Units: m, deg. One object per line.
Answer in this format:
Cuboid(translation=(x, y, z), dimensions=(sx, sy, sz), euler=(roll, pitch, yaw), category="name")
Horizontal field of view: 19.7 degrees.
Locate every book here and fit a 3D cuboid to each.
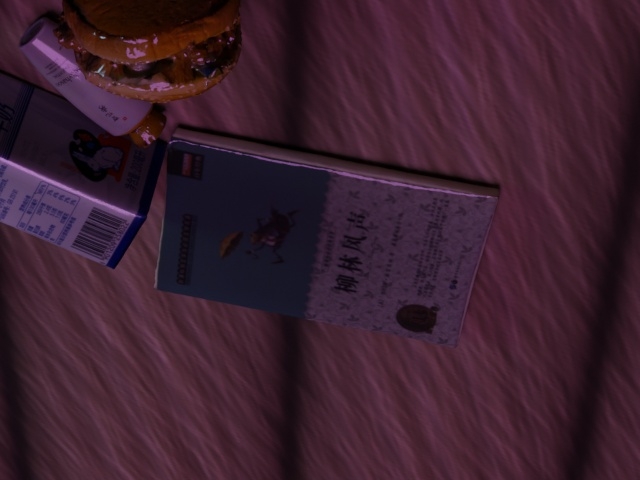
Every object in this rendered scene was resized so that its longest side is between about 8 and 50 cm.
Cuboid(translation=(0.000, 0.000, 2.151), dimensions=(0.379, 0.031, 0.264), euler=(10, 135, 0), category="book")

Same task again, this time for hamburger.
Cuboid(translation=(-0.173, -0.218, 1.850), dimensions=(0.191, 0.182, 0.118), euler=(-7, 131, -6), category="hamburger")

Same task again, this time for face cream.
Cuboid(translation=(-0.246, -0.171, 2.007), dimensions=(0.072, 0.051, 0.182), euler=(-31, 124, 30), category="face cream")

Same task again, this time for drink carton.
Cuboid(translation=(-0.341, -0.096, 2.046), dimensions=(0.315, 0.131, 0.106), euler=(23, 134, -13), category="drink carton")
